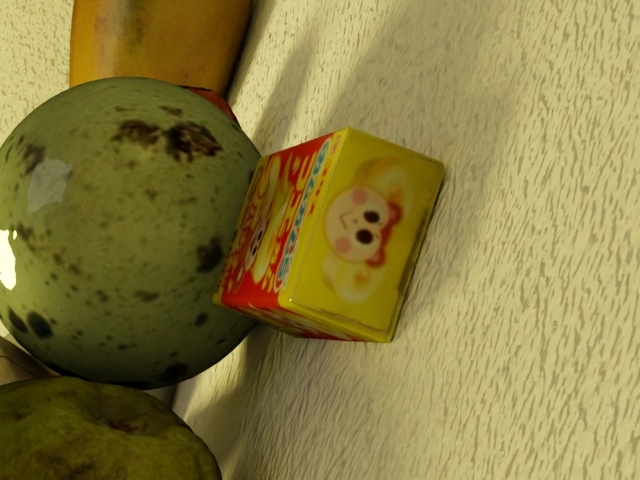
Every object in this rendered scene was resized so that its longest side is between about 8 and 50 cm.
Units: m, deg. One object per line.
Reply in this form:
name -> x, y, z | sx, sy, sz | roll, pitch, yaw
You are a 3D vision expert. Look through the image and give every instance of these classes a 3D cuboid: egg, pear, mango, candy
egg -> -0.175, -0.006, 1.646 | 0.379, 0.287, 0.288 | 137, 151, -73
pear -> -0.250, 0.292, 1.486 | 0.413, 0.352, 0.352 | -56, 17, 18
mango -> -0.225, -0.259, 2.365 | 0.300, 0.232, 0.446 | -158, 82, -71
candy -> 0.000, 0.000, 1.399 | 0.276, 0.088, 0.146 | 178, 113, -74

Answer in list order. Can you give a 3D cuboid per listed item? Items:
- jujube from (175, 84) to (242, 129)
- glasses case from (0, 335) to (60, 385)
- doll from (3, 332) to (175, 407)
jujube -> -0.170, -0.056, 1.994 | 0.183, 0.183, 0.243 | -146, 67, -76
glasses case -> -0.297, 0.194, 1.726 | 0.144, 0.076, 0.336 | -35, -26, 3
doll -> -0.281, 0.160, 2.017 | 0.251, 0.221, 0.221 | -92, 26, -59
